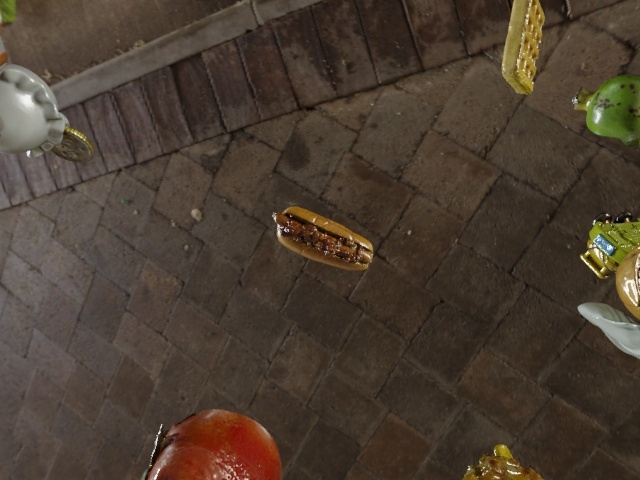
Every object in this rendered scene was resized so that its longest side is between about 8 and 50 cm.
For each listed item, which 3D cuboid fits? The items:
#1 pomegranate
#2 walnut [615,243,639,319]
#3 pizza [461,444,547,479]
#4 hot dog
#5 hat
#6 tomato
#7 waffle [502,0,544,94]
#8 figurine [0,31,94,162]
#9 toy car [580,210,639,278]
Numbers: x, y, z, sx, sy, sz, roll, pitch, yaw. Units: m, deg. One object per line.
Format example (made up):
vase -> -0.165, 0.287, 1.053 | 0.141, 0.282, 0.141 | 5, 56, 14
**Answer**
pomegranate -> 0.601, -0.275, 1.102 | 0.169, 0.122, 0.143 | 38, 80, 15
walnut -> 0.387, 0.048, 0.651 | 0.091, 0.121, 0.052 | 54, 152, -2
pizza -> 0.322, 0.442, 0.818 | 0.268, 0.257, 0.087 | 39, 112, 26
hot dog -> 0.000, 0.000, 1.242 | 0.249, 0.076, 0.102 | 25, 108, 2
hat -> 0.616, 0.147, 0.934 | 0.257, 0.168, 0.301 | -34, 130, 11
tomato -> -0.200, 0.482, 1.035 | 0.308, 0.170, 0.309 | 1, 86, -17
waffle -> 0.589, -0.571, 1.595 | 0.055, 0.221, 0.248 | 11, 93, 31
figurine -> -0.379, -0.178, 0.612 | 0.143, 0.271, 0.144 | -24, 55, 39
toy car -> 0.839, 0.031, 1.511 | 0.200, 0.247, 0.143 | -116, 34, -44
